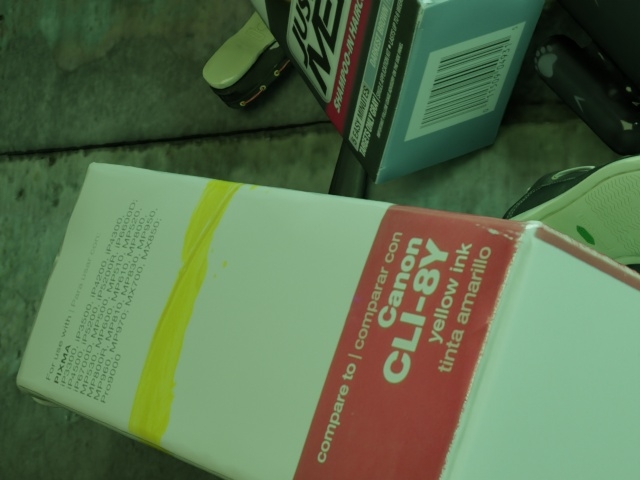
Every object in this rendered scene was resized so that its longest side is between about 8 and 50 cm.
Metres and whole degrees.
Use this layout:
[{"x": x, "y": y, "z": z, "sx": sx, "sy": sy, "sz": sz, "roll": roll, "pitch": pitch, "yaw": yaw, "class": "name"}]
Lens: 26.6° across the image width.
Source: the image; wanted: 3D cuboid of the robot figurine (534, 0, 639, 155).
[{"x": 0.251, "y": -0.178, "z": 0.882, "sx": 0.173, "sy": 0.209, "sz": 0.278, "roll": -20, "pitch": 58, "yaw": -25, "class": "robot figurine"}]

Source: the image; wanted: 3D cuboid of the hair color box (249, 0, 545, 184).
[{"x": 0.007, "y": -0.246, "z": 1.000, "sx": 0.113, "sy": 0.185, "sz": 0.374, "roll": -20, "pitch": 60, "yaw": -22, "class": "hair color box"}]

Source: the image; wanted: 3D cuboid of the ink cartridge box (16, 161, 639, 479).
[{"x": 0.041, "y": 0.081, "z": 0.787, "sx": 0.384, "sy": 0.279, "sz": 0.160, "roll": 10, "pitch": 80, "yaw": 50, "class": "ink cartridge box"}]

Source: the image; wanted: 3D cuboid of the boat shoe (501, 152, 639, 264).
[{"x": 0.204, "y": -0.027, "z": 0.870, "sx": 0.233, "sy": 0.084, "sz": 0.079, "roll": -19, "pitch": 22, "yaw": 53, "class": "boat shoe"}]

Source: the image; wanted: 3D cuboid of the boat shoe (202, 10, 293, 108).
[{"x": -0.036, "y": -0.162, "z": 1.099, "sx": 0.133, "sy": 0.042, "sz": 0.049, "roll": -44, "pitch": 51, "yaw": -5, "class": "boat shoe"}]

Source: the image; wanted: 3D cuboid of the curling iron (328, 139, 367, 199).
[{"x": 0.000, "y": 0.000, "z": 1.037, "sx": 0.068, "sy": 0.035, "sz": 0.274, "roll": 13, "pitch": 83, "yaw": 29, "class": "curling iron"}]
